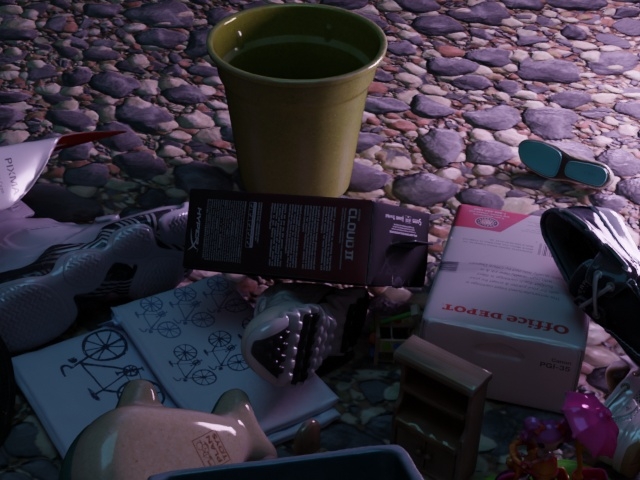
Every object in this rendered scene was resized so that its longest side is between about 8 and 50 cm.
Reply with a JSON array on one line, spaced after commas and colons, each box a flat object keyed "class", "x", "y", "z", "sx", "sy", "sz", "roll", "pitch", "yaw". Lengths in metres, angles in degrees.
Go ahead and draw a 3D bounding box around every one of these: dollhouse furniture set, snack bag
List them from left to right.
[{"class": "snack bag", "x": -0.198, "y": 0.179, "z": 1.508, "sx": 0.342, "sy": 0.037, "sz": 0.323, "roll": -18, "pitch": 40, "yaw": -26}, {"class": "dollhouse furniture set", "x": 0.075, "y": 0.245, "z": 1.314, "sx": 0.212, "sy": 0.161, "sz": 0.242, "roll": 25, "pitch": 41, "yaw": 29}]

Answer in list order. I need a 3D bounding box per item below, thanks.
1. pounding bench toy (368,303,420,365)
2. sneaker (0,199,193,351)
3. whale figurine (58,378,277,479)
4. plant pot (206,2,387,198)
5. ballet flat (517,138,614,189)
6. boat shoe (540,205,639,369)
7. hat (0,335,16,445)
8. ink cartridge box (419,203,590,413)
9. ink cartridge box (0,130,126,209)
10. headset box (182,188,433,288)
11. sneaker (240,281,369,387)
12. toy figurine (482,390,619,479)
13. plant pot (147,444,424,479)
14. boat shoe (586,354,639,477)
[{"class": "pounding bench toy", "x": 0.097, "y": 0.118, "z": 1.565, "sx": 0.065, "sy": 0.083, "sz": 0.052, "roll": 2, "pitch": 35, "yaw": 0}, {"class": "sneaker", "x": -0.341, "y": 0.005, "z": 1.661, "sx": 0.366, "sy": 0.137, "sz": 0.210, "roll": -26, "pitch": 45, "yaw": -30}, {"class": "whale figurine", "x": -0.171, "y": 0.258, "z": 1.317, "sx": 0.272, "sy": 0.141, "sz": 0.216, "roll": -23, "pitch": 82, "yaw": -51}, {"class": "plant pot", "x": -0.037, "y": -0.200, "z": 1.867, "sx": 0.276, "sy": 0.254, "sz": 0.276, "roll": 0, "pitch": 34, "yaw": 0}, {"class": "ballet flat", "x": 0.404, "y": -0.122, "z": 1.962, "sx": 0.168, "sy": 0.057, "sz": 0.052, "roll": 26, "pitch": 14, "yaw": 25}, {"class": "boat shoe", "x": 0.353, "y": 0.058, "z": 1.451, "sx": 0.102, "sy": 0.108, "sz": 0.301, "roll": 7, "pitch": 38, "yaw": -22}, {"class": "hat", "x": -0.522, "y": 0.160, "z": 1.383, "sx": 0.134, "sy": 0.331, "sz": 0.331, "roll": -28, "pitch": 24, "yaw": 28}, {"class": "ink cartridge box", "x": 0.254, "y": 0.084, "z": 1.590, "sx": 0.207, "sy": 0.117, "sz": 0.283, "roll": 11, "pitch": 36, "yaw": 12}, {"class": "ink cartridge box", "x": -0.500, "y": -0.069, "z": 1.671, "sx": 0.308, "sy": 0.091, "sz": 0.385, "roll": -10, "pitch": 4, "yaw": 38}, {"class": "headset box", "x": 0.000, "y": 0.000, "z": 1.580, "sx": 0.293, "sy": 0.110, "sz": 0.218, "roll": 5, "pitch": -1, "yaw": 25}, {"class": "sneaker", "x": -0.040, "y": 0.108, "z": 1.499, "sx": 0.118, "sy": 0.110, "sz": 0.292, "roll": 19, "pitch": 12, "yaw": 19}, {"class": "toy figurine", "x": 0.266, "y": 0.238, "z": 1.335, "sx": 0.173, "sy": 0.159, "sz": 0.130, "roll": 3, "pitch": 35, "yaw": 3}, {"class": "plant pot", "x": -0.013, "y": 0.356, "z": 1.050, "sx": 0.248, "sy": 0.252, "sz": 0.247, "roll": -6, "pitch": 14, "yaw": -10}, {"class": "boat shoe", "x": 0.403, "y": 0.175, "z": 1.483, "sx": 0.096, "sy": 0.098, "sz": 0.277, "roll": 23, "pitch": 42, "yaw": 27}]
